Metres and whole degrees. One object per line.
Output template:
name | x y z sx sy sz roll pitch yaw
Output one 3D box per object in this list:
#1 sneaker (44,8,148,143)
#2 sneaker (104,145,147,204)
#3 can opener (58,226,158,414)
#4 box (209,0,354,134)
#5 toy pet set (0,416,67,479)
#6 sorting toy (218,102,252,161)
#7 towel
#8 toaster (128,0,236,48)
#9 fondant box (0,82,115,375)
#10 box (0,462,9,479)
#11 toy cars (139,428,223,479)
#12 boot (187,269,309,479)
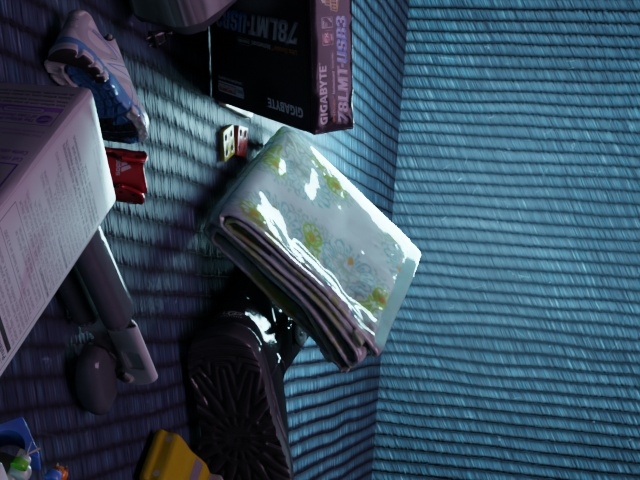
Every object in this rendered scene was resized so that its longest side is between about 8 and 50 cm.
sneaker | -0.229 -0.175 1.231 0.190 0.071 0.083 69 23 -60
sneaker | -0.237 -0.083 1.091 0.221 0.128 0.087 8 85 -77
can opener | -0.242 0.080 1.231 0.093 0.074 0.280 -71 159 -44
box | -0.059 -0.308 1.494 0.295 0.073 0.293 29 -57 56
toy pet set | -0.278 0.186 1.038 0.114 0.122 0.065 108 4 -58
sorting toy | -0.108 -0.250 1.727 0.132 0.046 0.274 12 83 -76
towel | 0.000 0.000 1.776 0.320 0.090 0.374 46 28 -9
toaster | -0.153 -0.345 1.317 0.227 0.129 0.146 -48 143 -28
fondant box | -0.296 0.022 0.667 0.330 0.238 0.096 -68 158 -51
box | -0.307 0.257 0.908 0.091 0.130 0.170 -69 157 -48
toy cars | -0.182 0.444 1.541 0.176 0.087 0.393 -16 109 -75
boot | -0.076 0.192 1.827 0.445 0.146 0.367 -68 159 -63
